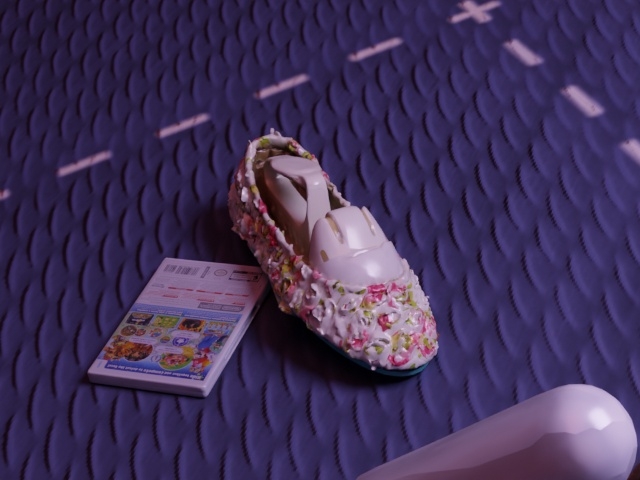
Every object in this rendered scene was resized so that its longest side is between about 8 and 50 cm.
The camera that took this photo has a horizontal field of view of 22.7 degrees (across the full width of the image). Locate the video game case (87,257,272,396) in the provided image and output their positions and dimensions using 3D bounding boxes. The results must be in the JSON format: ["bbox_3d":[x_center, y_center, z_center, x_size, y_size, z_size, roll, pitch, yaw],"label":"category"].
[{"bbox_3d":[-0.091,0.056,1.069,0.087,0.011,0.122,5,40,23],"label":"video game case"}]

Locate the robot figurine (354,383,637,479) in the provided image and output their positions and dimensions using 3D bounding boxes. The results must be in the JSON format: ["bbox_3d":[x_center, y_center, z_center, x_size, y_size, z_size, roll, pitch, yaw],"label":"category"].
[{"bbox_3d":[0.114,0.205,0.586,0.353,0.300,0.200,-27,1,28],"label":"robot figurine"}]

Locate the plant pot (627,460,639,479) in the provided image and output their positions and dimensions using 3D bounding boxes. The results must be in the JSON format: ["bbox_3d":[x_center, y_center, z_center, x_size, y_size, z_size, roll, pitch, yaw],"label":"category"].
[{"bbox_3d":[0.277,0.119,0.732,0.215,0.215,0.230,13,29,31],"label":"plant pot"}]

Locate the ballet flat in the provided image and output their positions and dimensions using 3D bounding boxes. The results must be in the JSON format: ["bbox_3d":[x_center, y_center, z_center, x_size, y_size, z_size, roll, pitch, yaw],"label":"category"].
[{"bbox_3d":[0.000,0.000,1.054,0.091,0.077,0.241,-13,34,-26],"label":"ballet flat"}]
